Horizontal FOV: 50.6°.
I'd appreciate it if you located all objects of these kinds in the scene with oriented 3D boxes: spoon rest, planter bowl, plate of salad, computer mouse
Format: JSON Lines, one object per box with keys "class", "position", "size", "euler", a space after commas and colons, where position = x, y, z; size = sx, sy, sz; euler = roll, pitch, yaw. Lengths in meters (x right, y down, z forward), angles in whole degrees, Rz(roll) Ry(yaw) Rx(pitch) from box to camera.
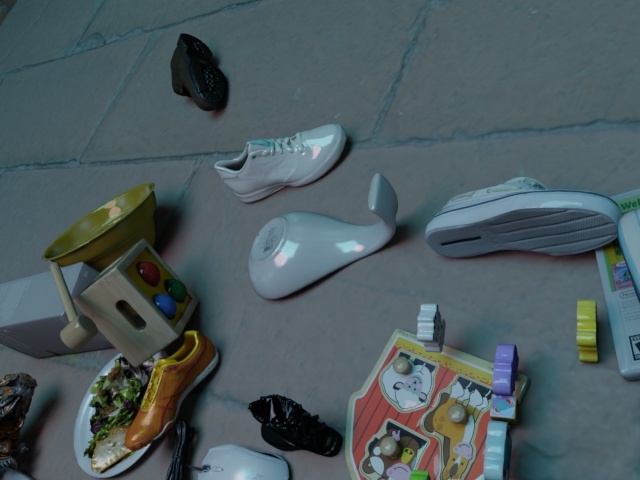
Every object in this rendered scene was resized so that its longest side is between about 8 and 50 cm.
{"class": "spoon rest", "position": [0.000, 0.000, 0.897], "size": [0.276, 0.084, 0.137], "euler": [-23, 45, 43]}
{"class": "planter bowl", "position": [-0.347, -0.001, 1.141], "size": [0.217, 0.090, 0.217], "euler": [-27, 22, 12]}
{"class": "plate of salad", "position": [-0.292, 0.236, 0.972], "size": [0.200, 0.048, 0.199], "euler": [-22, 48, 27]}
{"class": "computer mouse", "position": [-0.121, 0.273, 0.806], "size": [0.193, 0.042, 0.106], "euler": [-7, 55, 36]}

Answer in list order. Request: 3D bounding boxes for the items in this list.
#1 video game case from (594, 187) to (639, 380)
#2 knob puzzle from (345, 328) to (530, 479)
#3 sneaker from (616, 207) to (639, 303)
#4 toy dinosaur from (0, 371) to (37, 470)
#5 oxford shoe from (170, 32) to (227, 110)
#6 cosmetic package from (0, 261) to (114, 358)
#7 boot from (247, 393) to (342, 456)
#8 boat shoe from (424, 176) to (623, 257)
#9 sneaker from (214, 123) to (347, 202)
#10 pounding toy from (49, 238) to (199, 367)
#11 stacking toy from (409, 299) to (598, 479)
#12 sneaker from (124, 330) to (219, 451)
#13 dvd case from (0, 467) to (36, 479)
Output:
{"class": "video game case", "position": [0.363, 0.016, 0.608], "size": [0.213, 0.023, 0.193], "euler": [-19, 50, 30]}
{"class": "knob puzzle", "position": [0.095, 0.195, 0.694], "size": [0.213, 0.030, 0.213], "euler": [-21, 49, 26]}
{"class": "sneaker", "position": [0.364, 0.081, 0.471], "size": [0.208, 0.127, 0.318], "euler": [-30, 63, 19]}
{"class": "toy dinosaur", "position": [-0.536, 0.356, 1.016], "size": [0.218, 0.164, 0.321], "euler": [25, 96, 62]}
{"class": "oxford shoe", "position": [-0.244, -0.309, 1.331], "size": [0.096, 0.083, 0.227], "euler": [-55, 39, 27]}
{"class": "cosmetic package", "position": [-0.433, 0.121, 1.119], "size": [0.238, 0.127, 0.107], "euler": [-11, 53, 36]}
{"class": "boot", "position": [-0.043, 0.202, 0.751], "size": [0.121, 0.099, 0.045], "euler": [1, 60, 40]}
{"class": "boat shoe", "position": [0.209, -0.035, 0.721], "size": [0.226, 0.083, 0.075], "euler": [-4, 49, 46]}
{"class": "sneaker", "position": [-0.064, -0.127, 1.018], "size": [0.212, 0.094, 0.080], "euler": [-24, 46, 24]}
{"class": "pounding toy", "position": [-0.270, 0.074, 0.916], "size": [0.094, 0.181, 0.206], "euler": [-36, 13, 13]}
{"class": "stacking toy", "position": [0.167, 0.157, 0.619], "size": [0.167, 0.052, 0.221], "euler": [-2, 59, 23]}
{"class": "sneaker", "position": [-0.207, 0.194, 0.893], "size": [0.064, 0.067, 0.175], "euler": [-7, 41, 45]}
{"class": "dvd case", "position": [-0.462, 0.436, 0.984], "size": [0.253, 0.022, 0.180], "euler": [5, 63, 41]}
